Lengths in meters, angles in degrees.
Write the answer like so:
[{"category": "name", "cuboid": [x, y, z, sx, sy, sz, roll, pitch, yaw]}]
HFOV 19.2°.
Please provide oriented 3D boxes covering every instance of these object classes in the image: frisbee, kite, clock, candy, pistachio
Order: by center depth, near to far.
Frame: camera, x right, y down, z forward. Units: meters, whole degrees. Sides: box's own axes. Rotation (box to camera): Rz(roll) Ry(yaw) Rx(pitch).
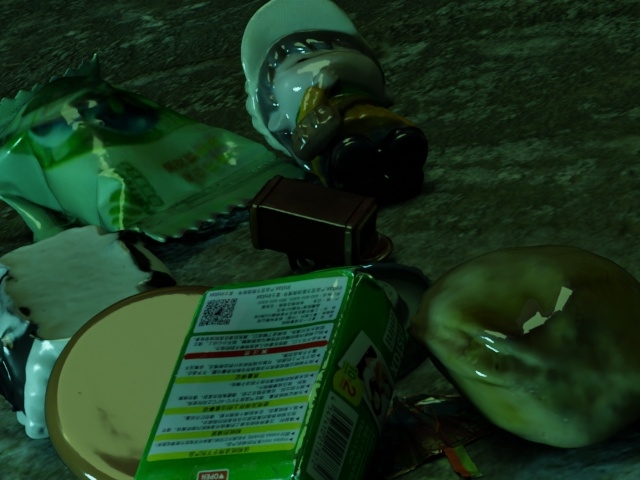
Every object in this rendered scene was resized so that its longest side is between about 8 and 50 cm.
[{"category": "pistachio", "cuboid": [0.189, 0.079, 1.584, 0.213, 0.162, 0.260, 8, 10, -18]}, {"category": "kite", "cuboid": [0.109, 0.162, 1.639, 0.241, 0.014, 0.183, -20, 22, -8]}, {"category": "frisbee", "cuboid": [-0.125, 0.137, 1.710, 0.251, 0.021, 0.250, -1, 49, 1]}, {"category": "clock", "cuboid": [0.007, 0.094, 1.842, 0.226, 0.049, 0.226, -15, 23, 7]}, {"category": "candy", "cuboid": [-0.243, -0.097, 2.365, 0.398, 0.172, 0.263, 18, 44, 38]}]

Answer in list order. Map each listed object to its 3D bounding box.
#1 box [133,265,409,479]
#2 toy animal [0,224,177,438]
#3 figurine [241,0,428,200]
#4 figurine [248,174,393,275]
[{"category": "box", "cuboid": [-0.038, 0.143, 1.589, 0.180, 0.103, 0.250, -7, 44, 27]}, {"category": "toy animal", "cuboid": [-0.235, 0.096, 1.890, 0.204, 0.156, 0.208, -21, 34, -15]}, {"category": "figurine", "cuboid": [0.017, -0.140, 2.287, 0.185, 0.204, 0.332, -9, 46, -16]}, {"category": "figurine", "cuboid": [0.001, 0.000, 2.025, 0.154, 0.098, 0.082, 16, 29, 14]}]
